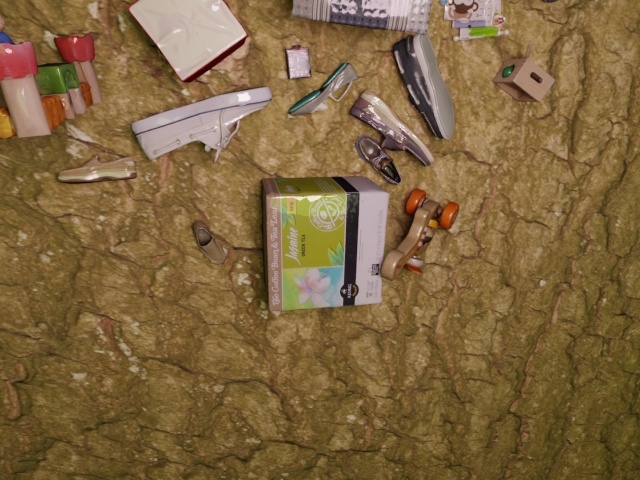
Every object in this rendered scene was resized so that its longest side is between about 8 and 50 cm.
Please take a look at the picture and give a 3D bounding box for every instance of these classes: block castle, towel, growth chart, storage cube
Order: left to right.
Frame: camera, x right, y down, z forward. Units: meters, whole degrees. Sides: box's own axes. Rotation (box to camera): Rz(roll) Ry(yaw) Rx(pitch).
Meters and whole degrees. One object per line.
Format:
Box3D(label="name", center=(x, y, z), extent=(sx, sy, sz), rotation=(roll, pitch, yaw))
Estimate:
Box3D(label="block castle", center=(-0.657, -0.346, 0.906), extent=(0.304, 0.453, 0.212), rotation=(-7, 117, -8))
Box3D(label="storage cube", center=(-0.302, -0.499, 1.056), extent=(0.215, 0.193, 0.183), rotation=(-35, 112, 1))
Box3D(label="towel", center=(0.103, -0.613, 0.918), extent=(0.313, 0.056, 0.323), rotation=(5, 120, -4))
Box3D(label="growth chart", center=(0.394, -0.643, 1.179), extent=(0.172, 0.021, 0.237), rotation=(2, 127, 35))

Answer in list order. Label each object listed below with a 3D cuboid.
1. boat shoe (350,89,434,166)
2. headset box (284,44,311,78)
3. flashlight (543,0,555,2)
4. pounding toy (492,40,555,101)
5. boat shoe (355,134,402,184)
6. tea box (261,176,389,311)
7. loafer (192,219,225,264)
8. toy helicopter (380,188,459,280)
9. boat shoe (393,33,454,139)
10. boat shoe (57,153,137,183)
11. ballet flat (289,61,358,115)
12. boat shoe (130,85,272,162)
Box3D(label="boat shoe", center=(0.203, -0.301, 1.276), extent=(0.285, 0.102, 0.092), rotation=(40, 103, -17))
Box3D(label="headset box", center=(-0.059, -0.475, 1.197), extent=(0.062, 0.032, 0.083), rotation=(-9, 109, -8))
Box3D(label="flashlight", center=(0.630, -0.801, 1.176), extent=(0.103, 0.103, 0.303), rotation=(-23, 111, -39))
Box3D(label="pounding toy", center=(0.575, -0.472, 1.269), extent=(0.141, 0.130, 0.100), rotation=(28, 101, -18))
Box3D(label="boat shoe", center=(0.179, -0.234, 1.308), extent=(0.183, 0.066, 0.066), rotation=(40, 97, -21))
Box3D(label="tea box", center=(0.000, 0.000, 1.272), extent=(0.324, 0.220, 0.328), rotation=(-3, 110, -9))
Box3D(label="loafer", center=(-0.326, 0.013, 1.304), extent=(0.056, 0.050, 0.147), rotation=(-31, 112, 1))
Box3D(label="toy helicopter", center=(0.261, 0.019, 1.303), extent=(0.140, 0.355, 0.234), rotation=(26, 129, 23))
Box3D(label="boat shoe", center=(0.292, -0.420, 1.257), extent=(0.114, 0.091, 0.302), rotation=(-43, 118, -43))
Box3D(label="boat shoe", center=(-0.587, -0.190, 1.182), extent=(0.190, 0.068, 0.072), rotation=(-8, 98, -18))
Box3D(label="ballet flat", center=(0.014, -0.392, 1.220), extent=(0.213, 0.072, 0.068), rotation=(-40, 116, 4))
Box3D(label="boat shoe", center=(-0.288, -0.283, 1.165), extent=(0.368, 0.135, 0.156), rotation=(-18, 111, -1))
